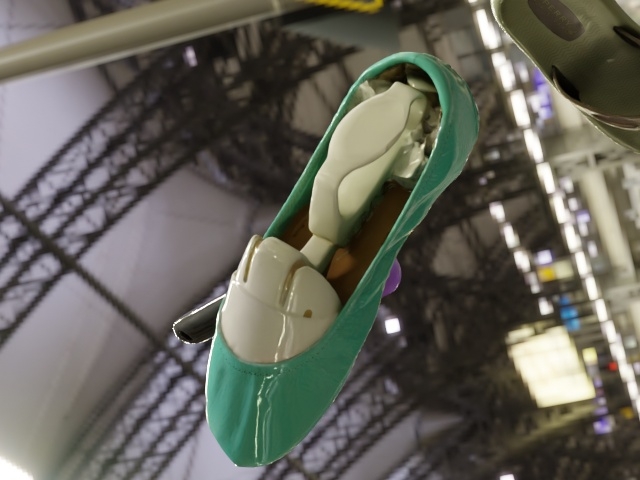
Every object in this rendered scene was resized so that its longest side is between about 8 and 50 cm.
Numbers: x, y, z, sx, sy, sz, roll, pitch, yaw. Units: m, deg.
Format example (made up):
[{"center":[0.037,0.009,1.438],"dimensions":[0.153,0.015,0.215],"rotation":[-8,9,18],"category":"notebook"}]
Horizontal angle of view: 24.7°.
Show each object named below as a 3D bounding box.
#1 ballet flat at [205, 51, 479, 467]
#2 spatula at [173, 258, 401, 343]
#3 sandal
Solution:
[{"center":[0.000,0.000,0.778],"dimensions":[0.247,0.083,0.087],"rotation":[-59,-31,-12],"category":"ballet flat"},{"center":[-0.041,0.044,1.145],"dimensions":[0.084,0.296,0.030],"rotation":[41,-121,-15],"category":"spatula"},{"center":[0.272,-0.151,1.352],"dimensions":[0.303,0.120,0.086],"rotation":[30,-149,-29],"category":"sandal"}]
